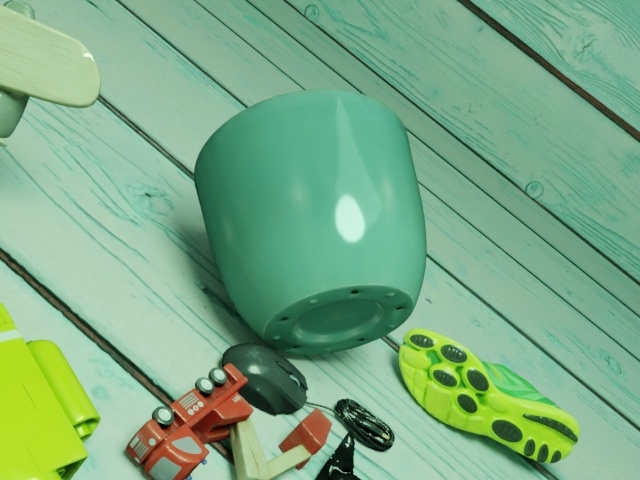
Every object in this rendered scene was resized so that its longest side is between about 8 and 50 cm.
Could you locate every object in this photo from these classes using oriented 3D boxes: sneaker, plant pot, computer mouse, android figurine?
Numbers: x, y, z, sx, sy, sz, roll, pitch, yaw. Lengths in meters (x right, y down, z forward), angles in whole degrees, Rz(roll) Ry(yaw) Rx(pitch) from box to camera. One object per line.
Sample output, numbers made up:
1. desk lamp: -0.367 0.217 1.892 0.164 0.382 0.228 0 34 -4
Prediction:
1. sneaker: 0.235 0.228 0.932 0.295 0.109 0.123 33 3 -7
2. plant pot: 0.000 0.000 0.788 0.293 0.293 0.235 16 48 -38
3. computer mouse: -0.006 0.183 0.738 0.242 0.041 0.071 29 26 -20
4. android figurine: -0.286 0.126 0.453 0.273 0.056 0.248 48 27 19

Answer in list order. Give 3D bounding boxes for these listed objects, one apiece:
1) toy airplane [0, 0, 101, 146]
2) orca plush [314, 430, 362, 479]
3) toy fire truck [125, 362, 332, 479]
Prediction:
1. toy airplane: -0.453 -0.205 0.546 0.384 0.272 0.386 -35 87 -31
2. orca plush: 0.137 0.300 0.655 0.287 0.102 0.151 43 26 11
3. toy fire truck: -0.080 0.193 0.617 0.135 0.047 0.192 44 27 9
